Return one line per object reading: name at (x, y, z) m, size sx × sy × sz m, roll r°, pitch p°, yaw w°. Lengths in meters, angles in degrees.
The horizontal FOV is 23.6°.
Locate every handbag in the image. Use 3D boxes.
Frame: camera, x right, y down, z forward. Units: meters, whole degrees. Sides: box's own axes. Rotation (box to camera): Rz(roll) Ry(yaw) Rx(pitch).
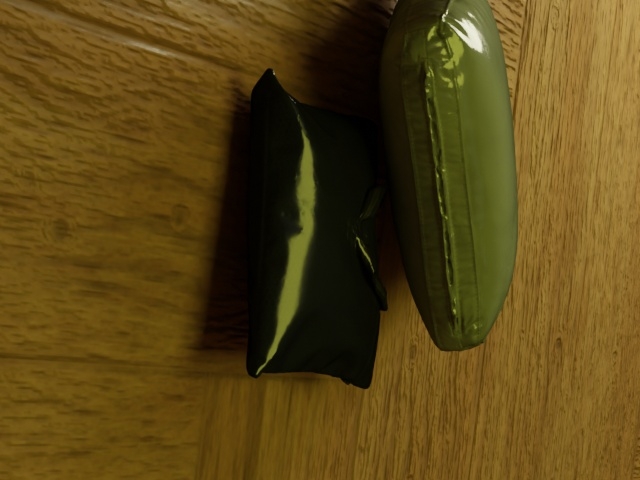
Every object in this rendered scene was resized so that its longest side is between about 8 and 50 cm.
handbag at (0.000, 0.000, 1.325) m, size 0.211 × 0.088 × 0.254 m, roll 19°, pitch 71°, yaw -61°

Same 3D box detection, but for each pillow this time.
pillow at (0.123, -0.087, 1.433) m, size 0.255 × 0.119 × 0.322 m, roll -74°, pitch 156°, yaw -63°
